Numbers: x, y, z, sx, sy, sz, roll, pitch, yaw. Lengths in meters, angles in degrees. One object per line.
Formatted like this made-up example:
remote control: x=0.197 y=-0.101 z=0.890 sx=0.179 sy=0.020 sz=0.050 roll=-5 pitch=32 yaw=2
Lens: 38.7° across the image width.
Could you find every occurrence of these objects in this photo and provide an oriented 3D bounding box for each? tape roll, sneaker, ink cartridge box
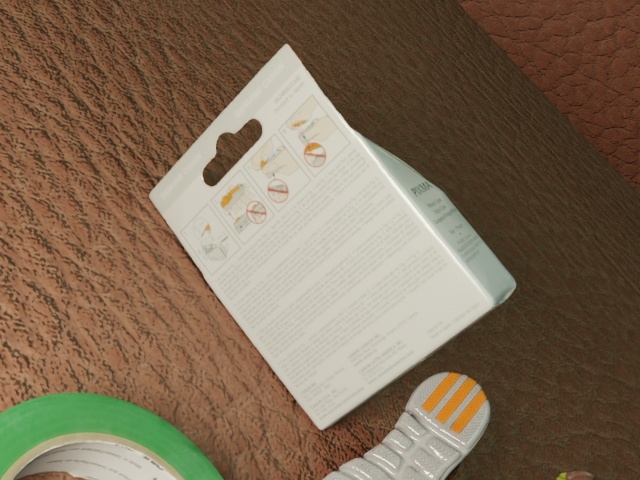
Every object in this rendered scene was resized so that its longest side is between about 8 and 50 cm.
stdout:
tape roll: x=-0.201 y=0.294 z=0.801 sx=0.321 sy=0.077 sz=0.321 roll=31 pitch=37 yaw=-26
sneaker: x=0.085 y=0.312 z=1.084 sx=0.321 sy=0.180 sz=0.124 roll=-38 pitch=64 yaw=-25
ink cartridge box: x=0.000 y=0.000 z=1.124 sx=0.385 sy=0.308 sz=0.091 roll=53 pitch=33 yaw=7

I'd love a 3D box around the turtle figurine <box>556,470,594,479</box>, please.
turtle figurine: x=0.396 y=0.450 z=1.345 sx=0.269 sy=0.087 sz=0.217 roll=37 pitch=35 yaw=-19
